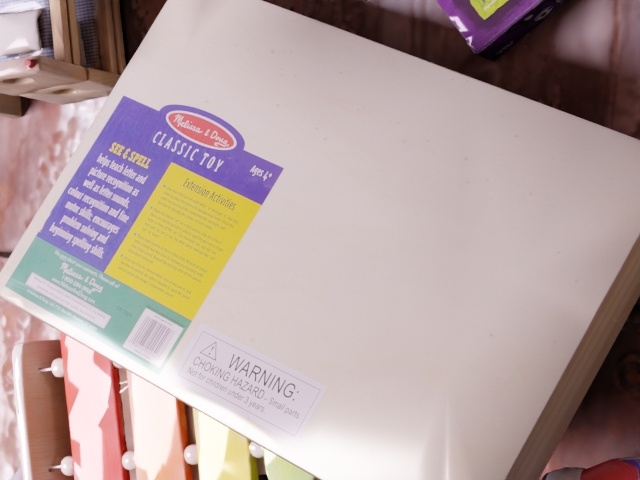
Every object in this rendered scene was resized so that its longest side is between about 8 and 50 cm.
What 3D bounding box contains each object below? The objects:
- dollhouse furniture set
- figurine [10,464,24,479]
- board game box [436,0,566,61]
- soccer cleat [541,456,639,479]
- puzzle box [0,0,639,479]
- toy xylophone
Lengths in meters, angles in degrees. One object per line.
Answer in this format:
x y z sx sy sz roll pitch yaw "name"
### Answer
-0.258 -0.165 1.170 0.183 0.129 0.129 -9 84 23 "dollhouse furniture set"
-0.268 0.289 1.184 0.215 0.092 0.209 -24 74 20 "figurine"
0.182 -0.307 1.028 0.347 0.056 0.208 -39 78 18 "board game box"
0.214 0.291 0.957 0.116 0.108 0.318 -13 80 19 "soccer cleat"
0.000 0.000 1.018 0.409 0.052 0.272 26 81 32 "puzzle box"
-0.072 0.083 1.103 0.322 0.081 0.236 -17 80 22 "toy xylophone"
